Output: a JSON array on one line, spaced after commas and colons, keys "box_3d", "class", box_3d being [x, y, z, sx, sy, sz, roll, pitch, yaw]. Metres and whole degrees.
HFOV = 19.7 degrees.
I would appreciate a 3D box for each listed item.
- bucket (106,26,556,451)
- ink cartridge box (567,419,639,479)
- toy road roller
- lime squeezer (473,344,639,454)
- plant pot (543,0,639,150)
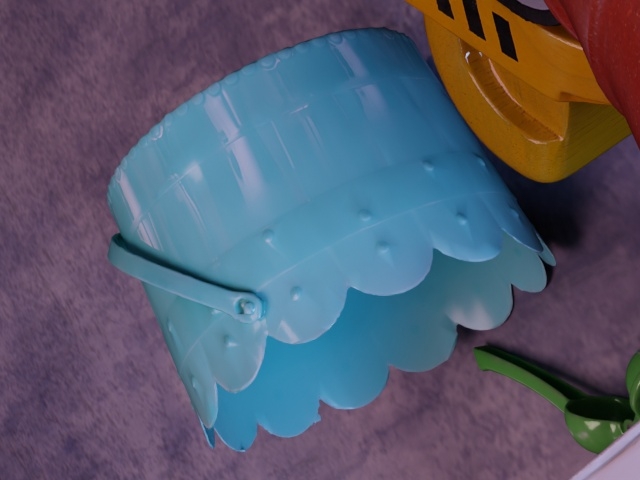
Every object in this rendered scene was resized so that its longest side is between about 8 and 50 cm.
[{"box_3d": [0.000, 0.000, 1.232, 0.183, 0.281, 0.281, 62, 146, 16], "class": "bucket"}, {"box_3d": [0.314, 0.260, 1.043, 0.395, 0.166, 0.285, 56, 143, 14], "class": "ink cartridge box"}, {"box_3d": [0.108, -0.186, 1.036, 0.329, 0.202, 0.241, 39, 149, 33], "class": "toy road roller"}, {"box_3d": [0.205, 0.077, 1.199, 0.310, 0.059, 0.110, 141, 132, -56], "class": "lime squeezer"}, {"box_3d": [0.241, -0.054, 0.735, 0.272, 0.272, 0.265, 118, 150, -49], "class": "plant pot"}]
